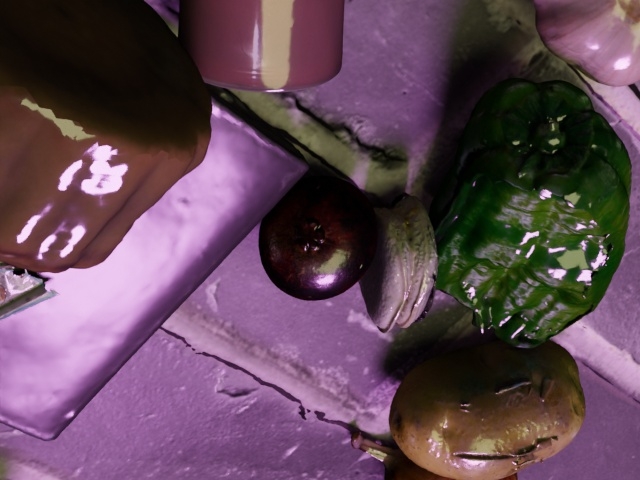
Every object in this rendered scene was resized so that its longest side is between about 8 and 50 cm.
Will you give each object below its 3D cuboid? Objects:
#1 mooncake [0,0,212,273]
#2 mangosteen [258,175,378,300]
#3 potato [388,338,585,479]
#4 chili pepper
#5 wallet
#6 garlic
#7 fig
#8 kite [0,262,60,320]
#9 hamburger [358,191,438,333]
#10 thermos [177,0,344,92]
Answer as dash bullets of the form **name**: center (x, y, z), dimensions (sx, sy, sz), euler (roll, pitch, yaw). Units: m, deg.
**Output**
- **mooncake**: center (-0.232, -0.116, 1.088), dimensions (0.290, 0.290, 0.161), euler (22, 121, -39)
- **mangosteen**: center (0.000, 0.000, 1.426), dimensions (0.140, 0.140, 0.140), euler (-15, 131, -17)
- **potato**: center (0.201, 0.198, 1.646), dimensions (0.248, 0.169, 0.143), euler (-8, 138, -20)
- **chili pepper**: center (0.222, -0.026, 1.484), dimensions (0.385, 0.213, 0.167), euler (92, 20, -59)
- **wallet**: center (-0.217, 0.013, 1.350), dimensions (0.406, 0.062, 0.228), euler (-45, 132, 12)
- **garlic**: center (0.301, -0.257, 1.342), dimensions (0.227, 0.152, 0.228), euler (1, 108, 3)
- **fig**: center (0.143, 0.311, 1.736), dimensions (0.202, 0.148, 0.149), euler (5, 92, 12)
- **kite**: center (-0.431, 0.022, 1.227), dimensions (0.406, 0.014, 0.368), euler (17, 117, -26)
- **hamburger**: center (0.080, 0.026, 1.472), dimensions (0.062, 0.133, 0.140), euler (-4, 119, -15)
- **thermos**: center (-0.059, -0.271, 1.159), dimensions (0.176, 0.146, 0.265), euler (-5, 119, -13)
